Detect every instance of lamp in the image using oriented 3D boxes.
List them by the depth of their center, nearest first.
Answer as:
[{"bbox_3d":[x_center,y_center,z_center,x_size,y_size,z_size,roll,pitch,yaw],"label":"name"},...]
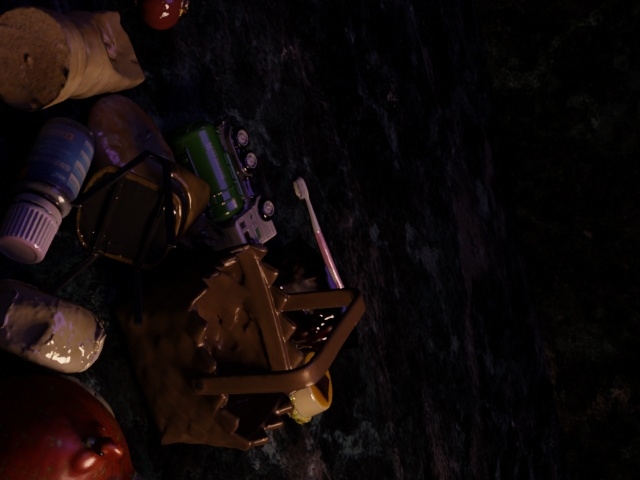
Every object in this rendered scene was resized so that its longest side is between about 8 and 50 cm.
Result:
[{"bbox_3d":[-0.260,-0.395,1.543,0.101,0.090,0.101,-176,-90,-84],"label":"lamp"}]

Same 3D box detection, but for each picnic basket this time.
[{"bbox_3d":[-0.109,0.157,1.426,0.254,0.321,0.291,-48,125,-59],"label":"picnic basket"}]

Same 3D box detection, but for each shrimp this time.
[{"bbox_3d":[-0.254,-0.102,1.488,0.317,0.077,0.168,49,39,-39],"label":"shrimp"}]

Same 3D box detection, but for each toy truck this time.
[{"bbox_3d":[-0.169,-0.093,1.609,0.125,0.101,0.242,-41,115,-52],"label":"toy truck"}]

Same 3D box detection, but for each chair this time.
[{"bbox_3d":[-0.259,-0.021,1.334,0.172,0.158,0.247,21,31,-10],"label":"chair"}]

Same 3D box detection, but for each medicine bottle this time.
[{"bbox_3d":[-0.368,-0.066,1.263,0.083,0.083,0.203,49,42,-43],"label":"medicine bottle"}]

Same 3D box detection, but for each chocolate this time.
[{"bbox_3d":[-0.067,0.130,1.722,0.224,0.177,0.206,66,-14,-1],"label":"chocolate"}]

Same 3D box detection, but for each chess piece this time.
[{"bbox_3d":[-0.343,-0.263,1.352,0.301,0.137,0.137,-38,115,-72],"label":"chess piece"}]

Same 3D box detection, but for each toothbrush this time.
[{"bbox_3d":[0.000,0.000,1.960,0.025,0.020,0.286,-43,119,-46],"label":"toothbrush"}]

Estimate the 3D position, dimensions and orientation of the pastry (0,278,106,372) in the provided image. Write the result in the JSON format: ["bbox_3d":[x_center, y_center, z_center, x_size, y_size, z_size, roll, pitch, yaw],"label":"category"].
[{"bbox_3d":[-0.352,0.106,1.181,0.166,0.166,0.088,35,76,-52],"label":"pastry"}]

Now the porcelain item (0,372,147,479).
[{"bbox_3d":[-0.312,0.269,1.117,0.253,0.253,0.253,25,60,-56],"label":"porcelain item"}]

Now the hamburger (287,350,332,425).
[{"bbox_3d":[-0.034,0.275,1.758,0.126,0.081,0.141,45,33,-49],"label":"hamburger"}]
